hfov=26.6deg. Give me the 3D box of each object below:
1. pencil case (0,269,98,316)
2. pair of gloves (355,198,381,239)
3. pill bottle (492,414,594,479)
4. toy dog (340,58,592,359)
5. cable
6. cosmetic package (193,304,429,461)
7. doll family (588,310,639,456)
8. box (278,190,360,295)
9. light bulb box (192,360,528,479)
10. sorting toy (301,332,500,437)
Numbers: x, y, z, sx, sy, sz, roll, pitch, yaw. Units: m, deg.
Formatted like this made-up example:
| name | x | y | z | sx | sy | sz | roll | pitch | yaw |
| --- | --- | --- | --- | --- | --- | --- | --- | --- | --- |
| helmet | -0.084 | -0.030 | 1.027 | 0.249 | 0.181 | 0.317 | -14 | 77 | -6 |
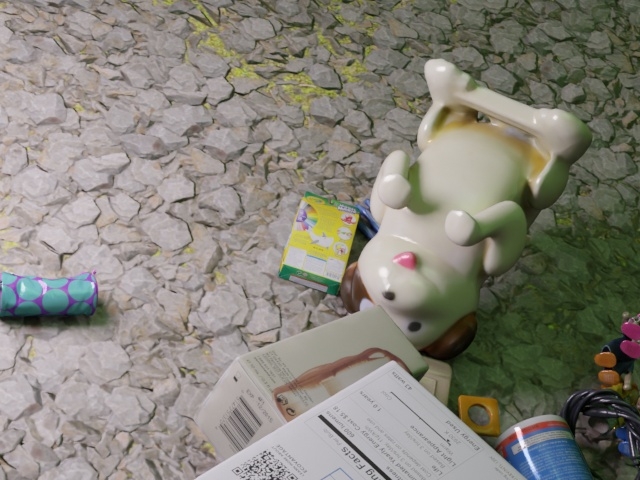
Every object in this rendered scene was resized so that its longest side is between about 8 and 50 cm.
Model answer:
| name | x | y | z | sx | sy | sz | roll | pitch | yaw |
| --- | --- | --- | --- | --- | --- | --- | --- | --- | --- |
| pencil case | -0.410 | 0.079 | 2.021 | 0.152 | 0.064 | 0.070 | 2 | 75 | -18 |
| pair of gloves | 0.161 | -0.029 | 2.336 | 0.198 | 0.023 | 0.159 | -21 | 62 | -31 |
| pill bottle | 0.346 | 0.378 | 1.981 | 0.124 | 0.124 | 0.221 | -5 | 52 | -22 |
| toy dog | 0.192 | -0.021 | 2.145 | 0.285 | 0.395 | 0.408 | 29 | 75 | 9 |
| cable | 0.439 | 0.314 | 2.054 | 0.184 | 0.150 | 0.047 | 44 | 22 | 28 |
| cosmetic package | -0.009 | 0.211 | 1.884 | 0.296 | 0.153 | 0.129 | -18 | 61 | -45 |
| doll family | 0.479 | 0.207 | 2.134 | 0.118 | 0.263 | 0.163 | 8 | 14 | 31 |
| box | 0.000 | 0.000 | 2.243 | 0.105 | 0.043 | 0.179 | 19 | 50 | -2 |
| light bulb box | 0.066 | 0.396 | 1.678 | 0.361 | 0.225 | 0.358 | -26 | 54 | -35 |
| sorting toy | 0.102 | 0.255 | 2.059 | 0.348 | 0.047 | 0.196 | 17 | 52 | -3 |
